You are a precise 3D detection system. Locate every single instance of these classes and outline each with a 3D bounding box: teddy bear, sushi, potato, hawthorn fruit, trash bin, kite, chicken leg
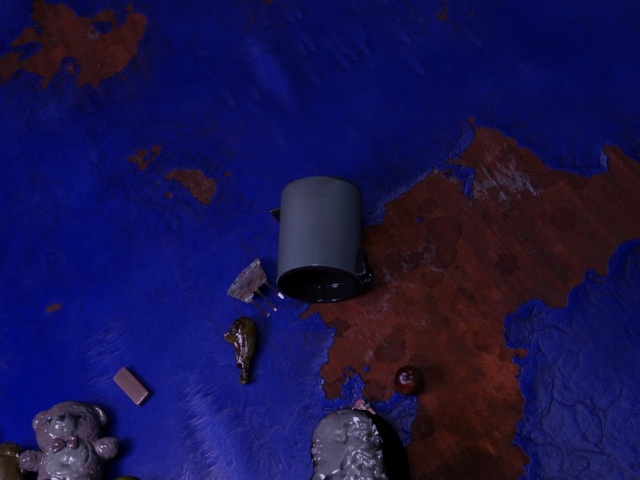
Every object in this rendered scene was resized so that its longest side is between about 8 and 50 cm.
[{"bbox_3d":[-0.613,0.522,1.801,0.235,0.151,0.267,-3,62,-9],"label":"teddy bear"},{"bbox_3d":[0.081,0.537,1.567,0.234,0.207,0.349,-20,57,22],"label":"sushi"},{"bbox_3d":[-0.814,0.643,1.797,0.191,0.141,0.296,4,63,36],"label":"potato"},{"bbox_3d":[0.206,0.327,1.721,0.077,0.077,0.077,-7,61,12],"label":"hawthorn fruit"},{"bbox_3d":[0.000,0.000,1.872,0.277,0.217,0.263,-7,60,18],"label":"trash bin"},{"bbox_3d":[-0.164,0.124,1.915,0.127,0.016,0.229,-54,37,-4],"label":"kite"},{"bbox_3d":[-0.203,0.280,1.871,0.093,0.070,0.178,-11,70,10],"label":"chicken leg"}]

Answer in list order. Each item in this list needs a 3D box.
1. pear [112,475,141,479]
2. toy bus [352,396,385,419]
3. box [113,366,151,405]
[{"bbox_3d":[-0.447,0.672,1.669,0.292,0.159,0.293,-7,58,12],"label":"pear"},{"bbox_3d":[0.121,0.418,1.720,0.043,0.031,0.110,-46,61,-4],"label":"toy bus"},{"bbox_3d":[-0.491,0.380,1.914,0.115,0.025,0.048,36,81,29],"label":"box"}]
